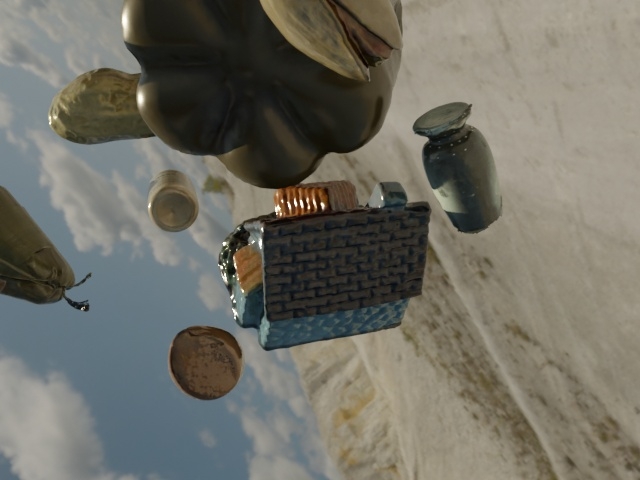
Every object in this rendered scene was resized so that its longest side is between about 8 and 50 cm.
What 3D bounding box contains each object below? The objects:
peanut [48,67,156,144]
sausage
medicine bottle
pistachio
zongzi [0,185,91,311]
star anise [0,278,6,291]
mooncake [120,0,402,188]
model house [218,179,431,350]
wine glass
[{"bbox_3d":[-0.400,-0.282,1.378,0.152,0.313,0.152,175,90,-85],"label":"peanut"},{"bbox_3d":[-0.188,0.205,1.119,0.123,0.123,0.253,51,170,5],"label":"sausage"},{"bbox_3d":[-0.354,-0.108,1.594,0.114,0.114,0.252,50,-178,-24],"label":"medicine bottle"},{"bbox_3d":[0.011,-0.286,0.808,0.215,0.144,0.144,38,-173,-27],"label":"pistachio"},{"bbox_3d":[-0.824,0.116,1.701,0.447,0.418,0.181,46,174,7],"label":"zongzi"},{"bbox_3d":[-0.716,0.104,1.233,0.229,0.236,0.092,-3,-103,-47],"label":"star anise"},{"bbox_3d":[-0.090,-0.331,1.137,0.467,0.467,0.262,50,-151,-18],"label":"mooncake"},{"bbox_3d":[0.000,0.000,1.264,0.339,0.361,0.297,109,151,-59],"label":"model house"},{"bbox_3d":[0.228,-0.119,1.092,0.204,0.111,0.111,63,176,-27],"label":"wine glass"}]
